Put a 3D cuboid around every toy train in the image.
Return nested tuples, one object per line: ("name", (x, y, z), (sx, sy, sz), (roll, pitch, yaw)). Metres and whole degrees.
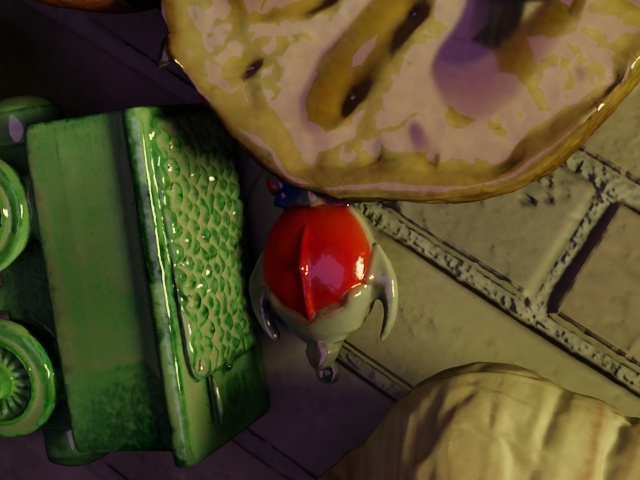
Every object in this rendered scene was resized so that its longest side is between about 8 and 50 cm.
("toy train", (-0.158, 0.027, 0.778), (0.201, 0.145, 0.266), (-5, 97, 20))

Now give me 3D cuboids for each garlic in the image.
("garlic", (0.119, 0.230, 0.632), (0.317, 0.259, 0.318), (5, 100, 27))

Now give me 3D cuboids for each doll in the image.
("doll", (-0.001, 0.000, 0.755), (0.104, 0.062, 0.195), (-3, 89, 6))

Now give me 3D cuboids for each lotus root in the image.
("lotus root", (0.078, -0.207, 0.652), (0.374, 0.111, 0.391), (11, 95, 17))

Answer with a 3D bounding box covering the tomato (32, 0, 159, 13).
("tomato", (-0.172, -0.253, 0.725), (0.155, 0.180, 0.214), (3, 95, 27))
